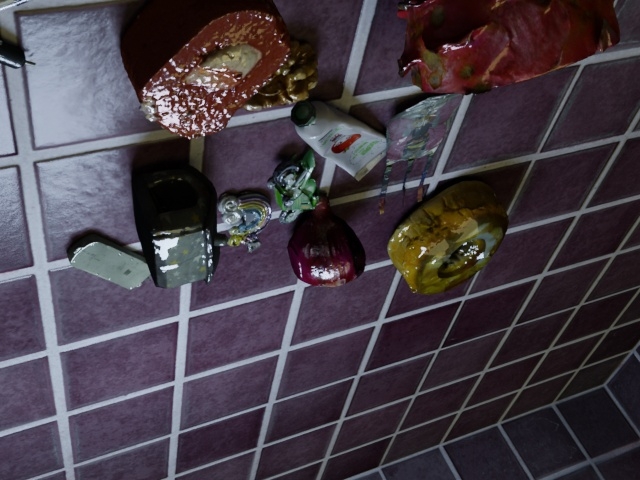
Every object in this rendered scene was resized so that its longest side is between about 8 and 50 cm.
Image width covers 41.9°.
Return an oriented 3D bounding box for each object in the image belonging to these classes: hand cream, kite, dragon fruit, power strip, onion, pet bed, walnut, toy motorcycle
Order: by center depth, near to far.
[{"bbox_3d":[0.307,-0.403,1.415,0.371,0.386,0.248,-36,117,-34],"label":"dragon fruit"},{"bbox_3d":[-0.077,-0.286,1.502,0.170,0.069,0.142,-21,145,-18],"label":"walnut"},{"bbox_3d":[-0.263,-0.027,1.611,0.159,0.183,0.210,-14,145,-18],"label":"pet bed"},{"bbox_3d":[0.046,-0.208,1.718,0.121,0.076,0.336,-40,153,16],"label":"hand cream"},{"bbox_3d":[-0.427,0.047,1.731,0.080,0.029,0.227,-39,146,12],"label":"power strip"},{"bbox_3d":[-0.049,-0.108,1.770,0.106,0.074,0.190,-29,148,-18],"label":"toy motorcycle"},{"bbox_3d":[0.000,0.000,1.880,0.140,0.195,0.218,-18,111,-16],"label":"onion"},{"bbox_3d":[0.205,-0.191,1.885,0.204,0.022,0.360,-21,148,-24],"label":"kite"}]

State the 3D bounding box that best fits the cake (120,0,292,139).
[{"bbox_3d":[-0.188,-0.299,1.324,0.283,0.150,0.177,-40,150,25],"label":"cake"}]

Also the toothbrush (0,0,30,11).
[{"bbox_3d":[-0.335,-0.388,1.204,0.288,0.026,0.024,-24,149,-6],"label":"toothbrush"}]

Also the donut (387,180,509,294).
[{"bbox_3d":[0.329,0.004,2.126,0.330,0.159,0.330,-15,139,-13],"label":"donut"}]

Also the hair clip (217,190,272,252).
[{"bbox_3d":[-0.158,-0.048,1.798,0.116,0.049,0.172,-30,142,-23],"label":"hair clip"}]

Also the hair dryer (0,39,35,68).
[{"bbox_3d":[-0.491,-0.292,1.190,0.124,0.071,0.219,-40,152,17],"label":"hair dryer"}]
